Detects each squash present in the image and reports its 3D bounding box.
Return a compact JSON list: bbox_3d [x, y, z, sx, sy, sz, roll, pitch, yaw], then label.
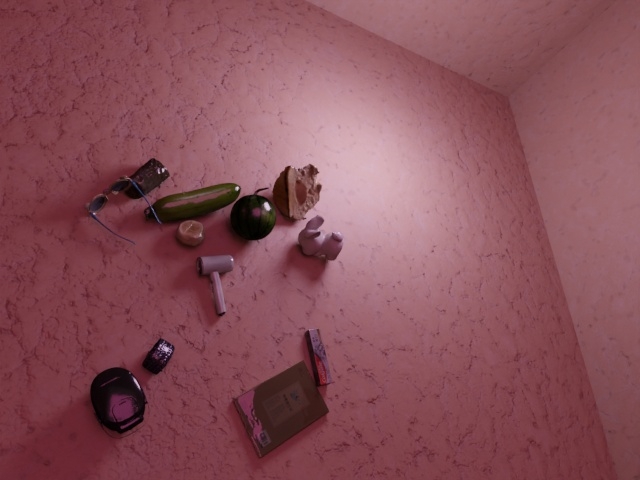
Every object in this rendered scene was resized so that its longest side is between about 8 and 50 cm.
[{"bbox_3d":[-0.498,-0.149,1.729,0.394,0.107,0.107,-20,75,-31],"label":"squash"}]

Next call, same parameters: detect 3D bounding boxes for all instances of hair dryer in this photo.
[{"bbox_3d":[-0.381,0.169,1.647,0.131,0.073,0.237,-4,69,-32],"label":"hair dryer"}]

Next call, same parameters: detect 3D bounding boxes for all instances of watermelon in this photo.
[{"bbox_3d":[-0.275,-0.107,1.781,0.187,0.188,0.215,2,78,-28],"label":"watermelon"}]

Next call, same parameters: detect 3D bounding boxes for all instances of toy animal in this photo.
[{"bbox_3d":[0.008,-0.003,1.892,0.193,0.178,0.128,29,51,-15],"label":"toy animal"}]

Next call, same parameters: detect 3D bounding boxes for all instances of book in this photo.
[{"bbox_3d":[-0.136,0.597,1.575,0.310,0.021,0.217,-20,74,-36],"label":"book"}]

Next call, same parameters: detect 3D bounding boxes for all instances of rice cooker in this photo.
[{"bbox_3d":[-0.605,0.484,1.309,0.142,0.118,0.203,-20,74,-37],"label":"rice cooker"}]

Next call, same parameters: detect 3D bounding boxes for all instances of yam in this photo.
[{"bbox_3d":[-0.672,-0.241,1.690,0.107,0.107,0.183,39,53,-5],"label":"yam"}]

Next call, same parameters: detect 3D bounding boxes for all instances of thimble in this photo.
[{"bbox_3d":[-0.531,0.381,1.430,0.066,0.095,0.104,39,15,-16],"label":"thimble"}]

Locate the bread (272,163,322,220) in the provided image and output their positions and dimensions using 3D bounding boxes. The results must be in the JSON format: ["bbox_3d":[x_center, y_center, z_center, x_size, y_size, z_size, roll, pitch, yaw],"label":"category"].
[{"bbox_3d":[-0.090,-0.204,1.934,0.183,0.224,0.211,-18,82,-29],"label":"bread"}]

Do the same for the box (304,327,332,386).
[{"bbox_3d":[-0.009,0.457,1.712,0.055,0.039,0.218,1,64,-30],"label":"box"}]

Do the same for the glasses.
[{"bbox_3d":[-0.708,-0.100,1.591,0.189,0.088,0.221,-43,103,-13],"label":"glasses"}]

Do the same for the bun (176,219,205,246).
[{"bbox_3d":[-0.499,-0.023,1.685,0.115,0.069,0.115,11,41,-10],"label":"bun"}]
